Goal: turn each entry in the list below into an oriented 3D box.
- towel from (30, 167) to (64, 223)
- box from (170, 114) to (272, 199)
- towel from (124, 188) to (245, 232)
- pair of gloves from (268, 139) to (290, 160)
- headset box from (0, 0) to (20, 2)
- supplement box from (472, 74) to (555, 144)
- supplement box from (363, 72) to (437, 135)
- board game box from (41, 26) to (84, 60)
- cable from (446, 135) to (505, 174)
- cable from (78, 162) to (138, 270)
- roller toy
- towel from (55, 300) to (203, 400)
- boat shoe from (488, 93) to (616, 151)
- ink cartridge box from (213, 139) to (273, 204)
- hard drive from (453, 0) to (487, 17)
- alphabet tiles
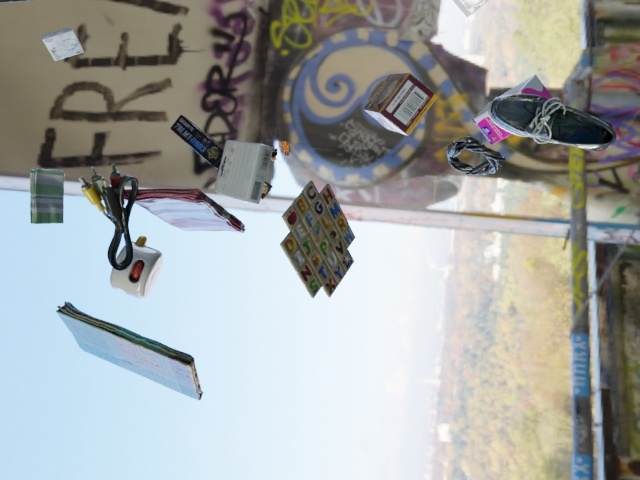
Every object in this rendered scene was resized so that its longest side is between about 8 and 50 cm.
[{"bbox_3d":[-0.744,-0.120,1.705,0.113,0.023,0.151,-6,-83,-65],"label":"towel"},{"bbox_3d":[-0.346,-0.289,2.192,0.073,0.295,0.293,-52,-35,3],"label":"box"},{"bbox_3d":[-0.382,-0.078,1.790,0.329,0.237,0.037,43,-129,-66],"label":"towel"},{"bbox_3d":[-0.156,-0.337,2.334,0.074,0.083,0.010,73,179,-46],"label":"pair of gloves"},{"bbox_3d":[-0.767,-0.615,1.299,0.293,0.110,0.218,-18,-38,-32],"label":"headset box"},{"bbox_3d":[0.611,-0.412,1.977,0.114,0.111,0.220,-44,8,-32],"label":"supplement box"},{"bbox_3d":[0.169,-0.298,1.354,0.104,0.081,0.188,-52,14,7],"label":"supplement box"},{"bbox_3d":[-0.749,-0.572,1.813,0.090,0.090,0.020,90,158,-66],"label":"board game box"},{"bbox_3d":[0.419,-0.226,1.696,0.184,0.151,0.047,91,-164,-75],"label":"cable"},{"bbox_3d":[-0.538,-0.066,1.652,0.139,0.072,0.287,-30,-51,-35],"label":"cable"},{"bbox_3d":[-0.679,0.105,2.285,0.191,0.146,0.209,-70,1,-53],"label":"roller toy"},{"bbox_3d":[-0.481,0.290,1.611,0.271,0.370,0.040,98,-165,-57],"label":"towel"},{"bbox_3d":[0.472,-0.241,1.274,0.079,0.255,0.095,-38,-30,-76],"label":"boat shoe"},{"bbox_3d":[-0.194,-0.172,1.545,0.045,0.179,0.145,12,-86,-35],"label":"ink cartridge box"},{"bbox_3d":[0.231,-0.571,1.052,0.319,0.210,0.040,44,-143,-15],"label":"hard drive"},{"bbox_3d":[0.000,0.000,1.929,0.285,0.011,0.342,-53,-51,-34],"label":"alphabet tiles"}]
